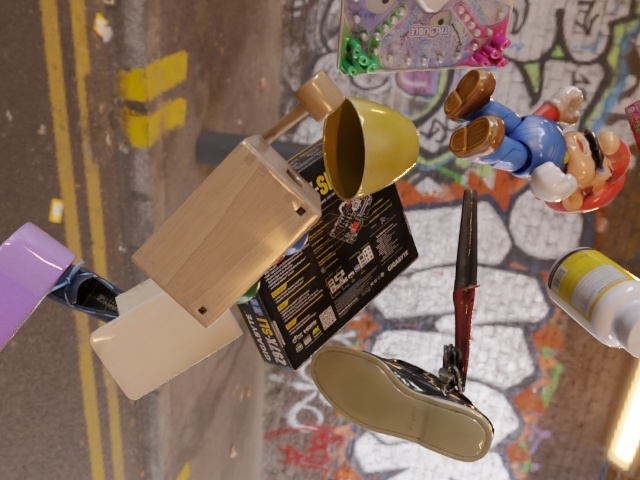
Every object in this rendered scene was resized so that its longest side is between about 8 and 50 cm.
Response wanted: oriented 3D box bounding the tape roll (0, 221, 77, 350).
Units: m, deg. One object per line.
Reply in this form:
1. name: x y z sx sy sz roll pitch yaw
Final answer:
1. tape roll: -0.487 0.106 1.000 0.275 0.090 0.275 -47 -166 16

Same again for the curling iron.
1. curling iron: 0.188 0.069 0.874 0.068 0.035 0.273 11 86 -70

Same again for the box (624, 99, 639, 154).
1. box: 0.598 -0.118 1.062 0.123 0.128 0.256 -31 -129 40

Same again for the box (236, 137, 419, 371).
1. box: 0.000 0.000 1.022 0.322 0.079 0.257 -39 118 -33

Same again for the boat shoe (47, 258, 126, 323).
1. boat shoe: -0.475 0.094 1.367 0.089 0.258 0.109 91 18 -67

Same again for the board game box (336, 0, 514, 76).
1. board game box: 0.236 -0.519 1.325 0.050 0.390 0.389 -121 -151 -51

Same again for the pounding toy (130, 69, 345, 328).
1. pounding toy: -0.040 -0.043 0.585 0.206 0.094 0.181 -45 -172 7

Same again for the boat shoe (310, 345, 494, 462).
1. boat shoe: 0.147 0.276 1.193 0.113 0.340 0.127 -1 106 -67

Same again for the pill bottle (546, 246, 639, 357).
1. pill bottle: 0.417 0.089 0.967 0.184 0.103 0.103 -121 -147 -62

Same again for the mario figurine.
1. mario figurine: 0.338 -0.146 0.957 0.170 0.321 0.198 19 -88 58

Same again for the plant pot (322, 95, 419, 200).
1. plant pot: 0.071 -0.122 0.878 0.134 0.095 0.134 174 -90 -68

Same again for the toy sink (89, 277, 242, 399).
1. toy sink: -0.291 0.155 1.243 0.152 0.234 0.131 63 -13 -22
